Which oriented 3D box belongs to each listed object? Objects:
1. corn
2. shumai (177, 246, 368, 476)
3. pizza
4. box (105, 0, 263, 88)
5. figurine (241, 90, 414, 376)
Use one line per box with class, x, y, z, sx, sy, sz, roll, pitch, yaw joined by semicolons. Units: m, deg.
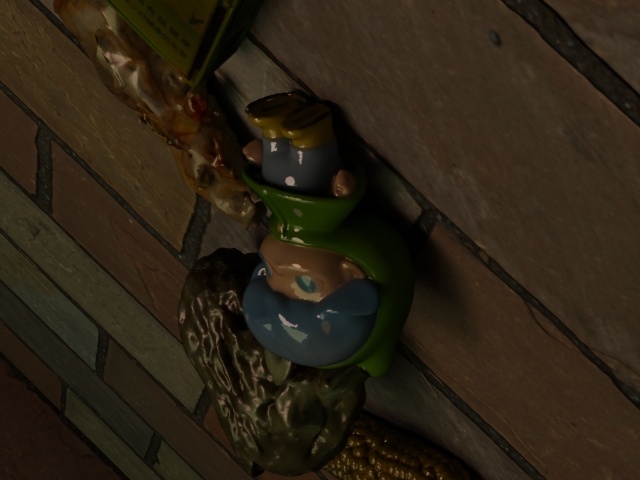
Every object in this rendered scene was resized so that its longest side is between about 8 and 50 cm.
corn;0.064;0.254;1.768;0.319;0.097;0.097;22;150;50
shumai;-0.018;0.108;1.574;0.218;0.189;0.256;-23;95;51
pizza;-0.149;-0.132;1.452;0.189;0.071;0.297;16;146;53
box;-0.113;-0.220;1.216;0.141;0.064;0.220;46;159;0
figurine;0.000;0.000;1.337;0.162;0.143;0.263;17;130;39
